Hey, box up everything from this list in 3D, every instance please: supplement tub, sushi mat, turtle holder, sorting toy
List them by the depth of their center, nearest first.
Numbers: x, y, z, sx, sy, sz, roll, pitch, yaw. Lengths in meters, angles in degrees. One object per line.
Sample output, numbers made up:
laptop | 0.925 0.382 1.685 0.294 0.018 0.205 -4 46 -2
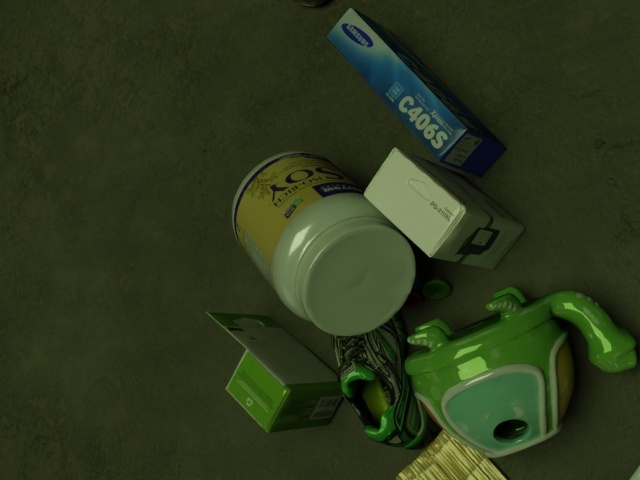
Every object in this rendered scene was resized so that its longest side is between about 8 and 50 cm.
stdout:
turtle holder | 0.305 0.198 1.346 0.320 0.243 0.227 -23 84 -10
sushi mat | 0.273 0.466 1.416 0.151 0.019 0.316 -45 60 5
supplement tub | 0.000 0.000 1.501 0.241 0.241 0.331 -62 33 12
sorting toy | 0.184 0.082 1.537 0.102 0.061 0.042 -22 37 24

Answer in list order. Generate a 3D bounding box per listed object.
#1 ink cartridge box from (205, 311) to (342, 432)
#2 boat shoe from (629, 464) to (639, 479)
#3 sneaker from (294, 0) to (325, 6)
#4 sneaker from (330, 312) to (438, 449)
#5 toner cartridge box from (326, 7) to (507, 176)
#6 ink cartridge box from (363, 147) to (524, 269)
ink cartridge box | -0.101 0.245 1.629 0.255 0.189 0.097 37 107 35
boat shoe | 0.470 0.415 1.260 0.076 0.083 0.226 36 104 35
sneaker | -0.100 -0.592 1.756 0.281 0.162 0.106 47 110 31
sneaker | 0.087 0.209 1.519 0.134 0.146 0.343 -44 54 22
toner cartridge box | 0.169 -0.266 1.519 0.075 0.165 0.348 -48 60 19
ink cartridge box | 0.209 -0.049 1.415 0.172 0.237 0.100 45 109 31
